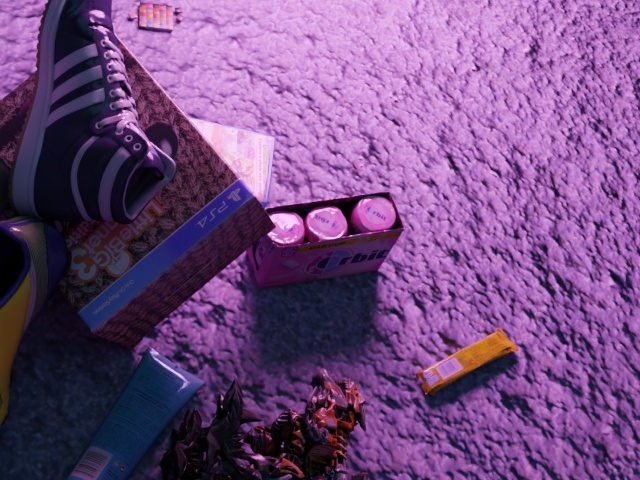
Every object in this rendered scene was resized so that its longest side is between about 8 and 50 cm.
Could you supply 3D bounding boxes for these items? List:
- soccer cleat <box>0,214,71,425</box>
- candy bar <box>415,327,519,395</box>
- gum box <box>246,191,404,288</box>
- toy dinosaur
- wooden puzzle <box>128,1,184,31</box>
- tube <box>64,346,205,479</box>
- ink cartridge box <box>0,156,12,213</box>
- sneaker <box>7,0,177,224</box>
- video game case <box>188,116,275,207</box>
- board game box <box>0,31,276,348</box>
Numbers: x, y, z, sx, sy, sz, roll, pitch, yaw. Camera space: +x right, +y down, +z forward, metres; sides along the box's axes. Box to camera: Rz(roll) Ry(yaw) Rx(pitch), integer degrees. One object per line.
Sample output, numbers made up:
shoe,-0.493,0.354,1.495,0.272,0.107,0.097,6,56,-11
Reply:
soccer cleat,-0.356,0.106,0.986,0.093,0.121,0.289,25,90,18
candy bar,0.193,0.158,1.263,0.161,0.018,0.040,-23,64,-29
gum box,0.000,0.000,1.245,0.188,0.107,0.062,-9,62,-23
toy dinosaur,-0.050,0.266,1.041,0.218,0.164,0.322,36,31,-13
wooden puzzle,-0.246,-0.335,1.441,0.083,0.006,0.049,4,57,-16
tube,-0.213,0.211,1.077,0.080,0.052,0.207,34,49,-1
ink cartridge box,-0.516,-0.011,0.990,0.271,0.130,0.309,28,81,3
sneaker,-0.223,-0.151,1.021,0.153,0.099,0.282,10,85,14
video game case,-0.149,-0.112,1.326,0.166,0.015,0.119,12,55,-11
board game box,-0.239,-0.063,1.128,0.232,0.141,0.291,-41,75,-4
